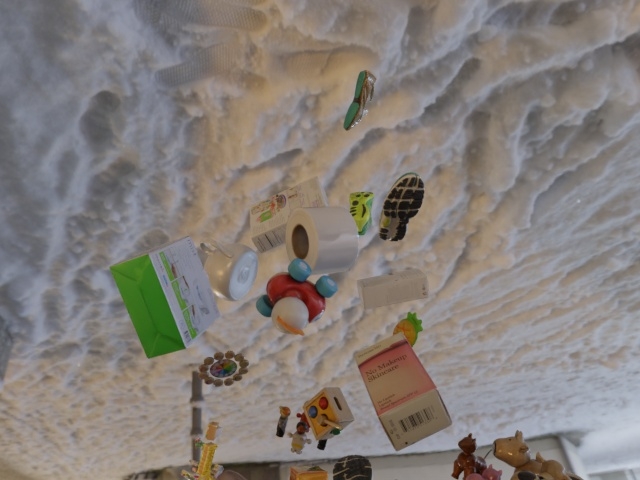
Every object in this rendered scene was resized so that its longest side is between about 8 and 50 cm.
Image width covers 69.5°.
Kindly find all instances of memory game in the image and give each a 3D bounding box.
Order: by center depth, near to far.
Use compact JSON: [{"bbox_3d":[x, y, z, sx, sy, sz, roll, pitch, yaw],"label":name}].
[{"bbox_3d":[-0.349,0.467,1.668,0.186,0.012,0.186,-9,126,-12],"label":"memory game"}]

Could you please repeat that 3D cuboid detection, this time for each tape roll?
[{"bbox_3d":[0.000,0.000,1.647,0.169,0.246,0.246,-4,149,-31],"label":"tape roll"}]

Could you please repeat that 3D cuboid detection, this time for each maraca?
[{"bbox_3d":[0.382,0.397,2.015,0.099,0.127,0.185,3,127,-39],"label":"maraca"}]

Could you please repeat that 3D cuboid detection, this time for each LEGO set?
[{"bbox_3d":[-0.383,0.715,1.491,0.107,0.132,0.286,10,117,26],"label":"LEGO set"}]

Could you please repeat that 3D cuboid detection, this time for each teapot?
[{"bbox_3d":[-0.386,0.114,1.870,0.187,0.255,0.252,17,-170,21],"label":"teapot"}]

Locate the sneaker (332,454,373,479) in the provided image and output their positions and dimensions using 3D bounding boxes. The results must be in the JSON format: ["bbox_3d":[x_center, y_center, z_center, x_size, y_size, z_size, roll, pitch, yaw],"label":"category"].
[{"bbox_3d":[0.095,0.693,1.201,0.110,0.283,0.122,-6,112,-2],"label":"sneaker"}]

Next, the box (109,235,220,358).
[{"bbox_3d":[-0.406,0.143,1.254,0.127,0.261,0.231,-17,-170,13],"label":"box"}]

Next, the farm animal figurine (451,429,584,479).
[{"bbox_3d":[0.460,0.525,1.013,0.327,0.172,0.330,25,171,-3],"label":"farm animal figurine"}]

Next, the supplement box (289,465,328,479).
[{"bbox_3d":[-0.031,0.615,0.988,0.080,0.233,0.078,10,161,-16],"label":"supplement box"}]

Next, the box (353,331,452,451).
[{"bbox_3d":[0.192,0.357,1.121,0.149,0.232,0.126,-27,114,0],"label":"box"}]

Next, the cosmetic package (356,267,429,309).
[{"bbox_3d":[0.251,0.168,1.621,0.231,0.085,0.117,-10,-169,-4],"label":"cosmetic package"}]

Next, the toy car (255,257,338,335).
[{"bbox_3d":[-0.075,0.223,1.426,0.210,0.238,0.219,34,114,-20],"label":"toy car"}]

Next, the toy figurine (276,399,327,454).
[{"bbox_3d":[-0.071,0.799,1.996,0.210,0.213,0.148,9,99,-36],"label":"toy figurine"}]

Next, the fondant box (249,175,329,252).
[{"bbox_3d":[-0.128,-0.111,1.915,0.331,0.238,0.096,-23,127,7],"label":"fondant box"}]

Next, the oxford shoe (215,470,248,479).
[{"bbox_3d":[-0.185,0.688,1.163,0.130,0.364,0.132,-24,115,-26],"label":"oxford shoe"}]

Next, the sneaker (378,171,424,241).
[{"bbox_3d":[0.221,-0.108,1.349,0.107,0.109,0.275,7,146,-7],"label":"sneaker"}]

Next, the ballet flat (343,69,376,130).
[{"bbox_3d":[0.140,-0.464,1.556,0.067,0.073,0.206,9,112,-29],"label":"ballet flat"}]

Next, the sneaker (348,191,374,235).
[{"bbox_3d":[0.168,-0.121,1.957,0.110,0.295,0.123,4,122,11],"label":"sneaker"}]

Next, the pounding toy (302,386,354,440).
[{"bbox_3d":[0.025,0.518,1.359,0.100,0.141,0.130,18,123,-45],"label":"pounding toy"}]
